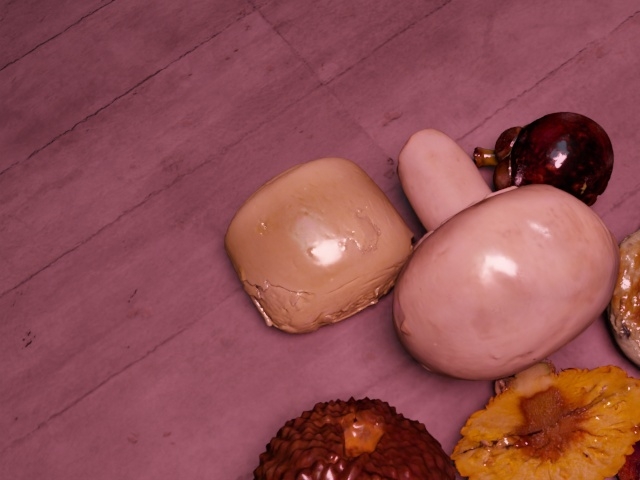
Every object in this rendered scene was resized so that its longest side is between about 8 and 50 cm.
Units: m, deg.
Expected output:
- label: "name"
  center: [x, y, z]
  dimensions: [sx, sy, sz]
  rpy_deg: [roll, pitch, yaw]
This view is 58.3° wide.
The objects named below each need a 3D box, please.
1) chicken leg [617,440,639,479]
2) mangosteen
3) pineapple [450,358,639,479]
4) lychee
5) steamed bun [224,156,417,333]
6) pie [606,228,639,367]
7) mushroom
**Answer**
- label: "chicken leg"
  center: [0.419, 0.303, 0.726]
  dimensions: [0.093, 0.053, 0.205]
  rpy_deg: [-11, 71, -20]
- label: "mangosteen"
  center: [0.343, -0.119, 0.863]
  dimensions: [0.172, 0.172, 0.184]
  rpy_deg: [-24, 46, -1]
- label: "pineapple"
  center: [0.292, 0.248, 0.756]
  dimensions: [0.250, 0.164, 0.139]
  rpy_deg: [-28, 104, 2]
- label: "lychee"
  center: [0.035, 0.332, 0.677]
  dimensions: [0.268, 0.267, 0.267]
  rpy_deg: [-4, 67, 8]
- label: "steamed bun"
  center: [0.000, 0.000, 0.864]
  dimensions: [0.273, 0.166, 0.232]
  rpy_deg: [-28, 64, -3]
- label: "pie"
  center: [0.498, 0.080, 0.777]
  dimensions: [0.241, 0.054, 0.240]
  rpy_deg: [1, 77, -3]
- label: "mushroom"
  center: [0.202, 0.009, 0.755]
  dimensions: [0.314, 0.314, 0.336]
  rpy_deg: [-28, 60, -2]
